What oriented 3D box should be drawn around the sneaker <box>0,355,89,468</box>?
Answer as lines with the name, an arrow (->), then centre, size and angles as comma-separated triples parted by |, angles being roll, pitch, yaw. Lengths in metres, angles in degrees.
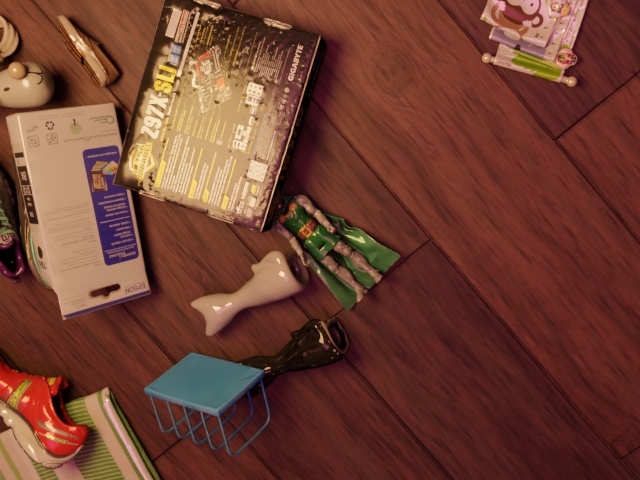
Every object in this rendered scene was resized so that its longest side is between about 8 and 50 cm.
sneaker -> -0.520, 0.278, 1.323 | 0.118, 0.107, 0.279 | -43, 79, -9

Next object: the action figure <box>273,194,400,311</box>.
action figure -> 0.000, 0.000, 1.213 | 0.232, 0.063, 0.137 | 41, 107, 2

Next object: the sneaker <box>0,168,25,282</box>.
sneaker -> -0.545, -0.038, 1.242 | 0.098, 0.083, 0.224 | 22, 128, 48

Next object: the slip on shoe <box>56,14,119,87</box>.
slip on shoe -> -0.385, -0.316, 1.210 | 0.041, 0.051, 0.135 | -35, 86, -26

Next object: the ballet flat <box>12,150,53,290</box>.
ballet flat -> -0.472, -0.054, 1.253 | 0.096, 0.095, 0.280 | -4, 92, 51

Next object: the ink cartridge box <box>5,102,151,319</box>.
ink cartridge box -> -0.393, -0.051, 1.204 | 0.065, 0.165, 0.333 | 2, 104, 49

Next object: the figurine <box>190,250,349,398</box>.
figurine -> -0.094, 0.146, 1.245 | 0.209, 0.092, 0.215 | -29, 96, 17

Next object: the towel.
towel -> -0.479, 0.439, 1.384 | 0.325, 0.038, 0.248 | -26, 96, 14

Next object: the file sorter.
file sorter -> -0.184, 0.275, 1.231 | 0.170, 0.118, 0.104 | 6, 119, 36

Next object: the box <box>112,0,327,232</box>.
box -> -0.158, -0.201, 1.159 | 0.257, 0.079, 0.322 | 18, 96, 8

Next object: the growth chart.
growth chart -> 0.329, -0.366, 1.108 | 0.172, 0.021, 0.237 | 12, 102, 7

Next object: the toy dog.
toy dog -> -0.605, -0.243, 1.121 | 0.333, 0.161, 0.220 | -31, 77, -10
